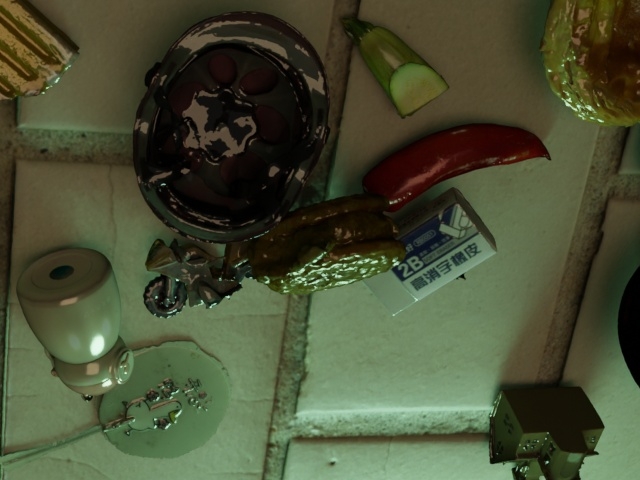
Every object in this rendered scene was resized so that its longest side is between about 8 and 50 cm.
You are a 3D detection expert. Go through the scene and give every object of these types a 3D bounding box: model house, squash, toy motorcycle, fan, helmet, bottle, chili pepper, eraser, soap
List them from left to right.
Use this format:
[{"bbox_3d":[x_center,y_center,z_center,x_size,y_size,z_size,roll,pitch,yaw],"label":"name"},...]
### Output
[{"bbox_3d":[-0.471,-0.295,1.484,0.140,0.073,0.232,-44,115,9],"label":"soap"},{"bbox_3d":[-0.375,0.143,1.660,0.147,0.147,0.236,-15,122,-7],"label":"bottle"},{"bbox_3d":[-0.347,0.313,1.805,0.415,0.012,0.233,-23,115,-4],"label":"fan"},{"bbox_3d":[-0.182,0.034,1.685,0.229,0.094,0.130,-23,112,-14],"label":"toy motorcycle"},{"bbox_3d":[-0.133,-0.170,1.551,0.271,0.197,0.338,15,101,-11],"label":"helmet"},{"bbox_3d":[0.109,-0.273,1.632,0.090,0.075,0.200,-33,118,31],"label":"squash"},{"bbox_3d":[0.169,0.020,1.736,0.210,0.068,0.124,-33,116,18],"label":"eraser"},{"bbox_3d":[0.203,-0.115,1.719,0.368,0.092,0.137,-19,131,-1],"label":"chili pepper"},{"bbox_3d":[0.409,0.415,1.966,0.181,0.176,0.248,-1,129,-14],"label":"model house"}]

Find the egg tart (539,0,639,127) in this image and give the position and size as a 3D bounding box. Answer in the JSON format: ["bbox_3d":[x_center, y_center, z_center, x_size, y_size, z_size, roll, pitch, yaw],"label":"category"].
[{"bbox_3d":[0.484,-0.351,1.650,0.352,0.150,0.352,-8,119,-14],"label":"egg tart"}]

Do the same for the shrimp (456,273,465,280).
[{"bbox_3d":[0.169,0.048,1.811,0.161,0.034,0.091,17,118,-13],"label":"shrimp"}]

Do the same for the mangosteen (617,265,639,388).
[{"bbox_3d":[0.713,0.169,1.840,0.382,0.382,0.435,-28,155,-1],"label":"mangosteen"}]

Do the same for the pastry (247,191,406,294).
[{"bbox_3d":[0.000,0.000,1.621,0.235,0.240,0.132,-1,72,-41],"label":"pastry"}]
